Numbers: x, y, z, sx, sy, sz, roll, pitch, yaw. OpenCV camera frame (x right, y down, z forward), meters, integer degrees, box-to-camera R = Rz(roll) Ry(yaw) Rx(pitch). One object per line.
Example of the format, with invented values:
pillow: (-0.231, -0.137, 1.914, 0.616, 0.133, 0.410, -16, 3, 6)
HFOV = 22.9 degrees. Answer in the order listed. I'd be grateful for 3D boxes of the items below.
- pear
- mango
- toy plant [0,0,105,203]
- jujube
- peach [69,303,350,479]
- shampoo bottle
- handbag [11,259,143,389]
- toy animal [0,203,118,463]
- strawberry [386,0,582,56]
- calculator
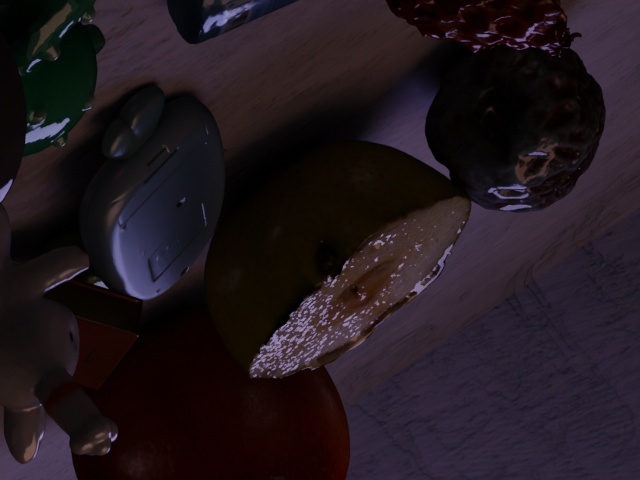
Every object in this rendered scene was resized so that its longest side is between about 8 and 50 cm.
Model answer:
pear: (0.000, 0.000, 1.914, 0.340, 0.191, 0.386, -39, 165, -1)
mango: (-0.242, 0.034, 1.687, 0.117, 0.089, 0.163, -37, 165, 9)
toy plant: (-0.260, -0.102, 1.055, 0.279, 0.185, 0.400, -64, 163, 21)
jujube: (0.247, -0.145, 1.966, 0.226, 0.226, 0.317, -38, 168, 11)
peach: (-0.141, 0.285, 2.164, 0.388, 0.388, 0.388, -32, 165, -10)
shampoo bottle: (-0.004, -0.247, 1.342, 0.258, 0.061, 0.104, -26, 171, -17)
handbag: (-0.291, 0.082, 1.602, 0.190, 0.062, 0.127, 19, 142, -19)
toy animal: (-0.275, 0.079, 1.430, 0.138, 0.282, 0.140, -42, 176, -43)
strawberry: (0.141, -0.276, 1.471, 0.178, 0.234, 0.234, -8, 169, 9)
calculator: (-0.163, -0.043, 1.578, 0.185, 0.041, 0.299, -48, 158, -23)
